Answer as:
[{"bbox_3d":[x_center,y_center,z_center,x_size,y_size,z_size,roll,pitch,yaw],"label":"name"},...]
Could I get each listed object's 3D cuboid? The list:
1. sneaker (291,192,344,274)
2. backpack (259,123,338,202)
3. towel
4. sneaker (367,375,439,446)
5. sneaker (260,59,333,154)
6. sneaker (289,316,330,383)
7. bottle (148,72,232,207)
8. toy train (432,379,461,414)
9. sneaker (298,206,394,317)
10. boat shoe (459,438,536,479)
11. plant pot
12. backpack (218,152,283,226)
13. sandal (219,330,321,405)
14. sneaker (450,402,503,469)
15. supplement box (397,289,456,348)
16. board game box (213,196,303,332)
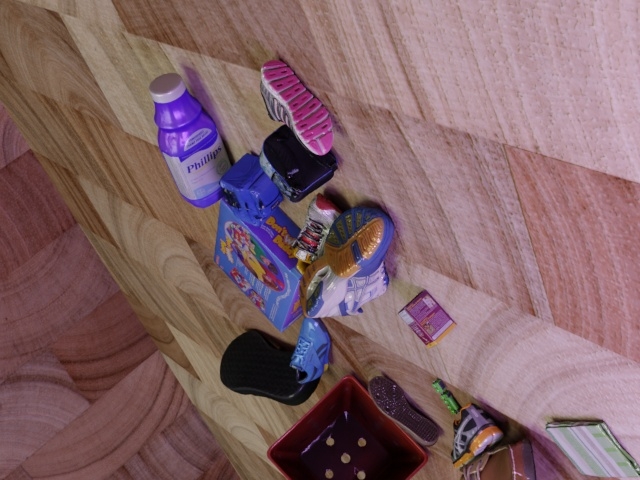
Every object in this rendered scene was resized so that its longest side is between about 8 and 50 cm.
[{"bbox_3d":[0.000,0.000,1.784,0.088,0.093,0.225,42,156,22],"label":"sneaker"},{"bbox_3d":[-0.044,-0.128,1.639,0.114,0.105,0.084,49,159,9],"label":"backpack"},{"bbox_3d":[0.435,0.331,1.582,0.113,0.023,0.152,49,157,-5],"label":"towel"},{"bbox_3d":[0.170,0.371,2.109,0.188,0.066,0.071,44,159,15],"label":"sneaker"},{"bbox_3d":[-0.041,-0.203,1.569,0.170,0.063,0.075,53,159,4],"label":"sneaker"},{"bbox_3d":[-0.028,0.254,2.270,0.069,0.082,0.209,40,147,32],"label":"sneaker"},{"bbox_3d":[-0.255,-0.195,1.931,0.092,0.118,0.283,33,153,39],"label":"bottle"},{"bbox_3d":[0.245,0.302,1.913,0.083,0.017,0.023,54,148,-11],"label":"toy train"},{"bbox_3d":[0.071,0.038,1.722,0.296,0.131,0.112,129,140,-51],"label":"sneaker"},{"bbox_3d":[0.317,0.453,1.820,0.324,0.120,0.122,93,175,-61],"label":"boat shoe"},{"bbox_3d":[0.062,0.510,2.328,0.267,0.267,0.236,46,171,11],"label":"plant pot"},{"bbox_3d":[-0.126,-0.084,1.888,0.101,0.098,0.120,30,151,33],"label":"backpack"},{"bbox_3d":[-0.128,0.349,2.553,0.107,0.167,0.446,41,166,-29],"label":"sandal"},{"bbox_3d":[0.285,0.369,1.875,0.083,0.084,0.215,57,159,20],"label":"sneaker"},{"bbox_3d":[0.182,0.135,1.701,0.083,0.055,0.043,49,159,4],"label":"supplement box"},{"bbox_3d":[-0.116,0.040,2.104,0.233,0.078,0.347,46,159,10],"label":"board game box"}]
